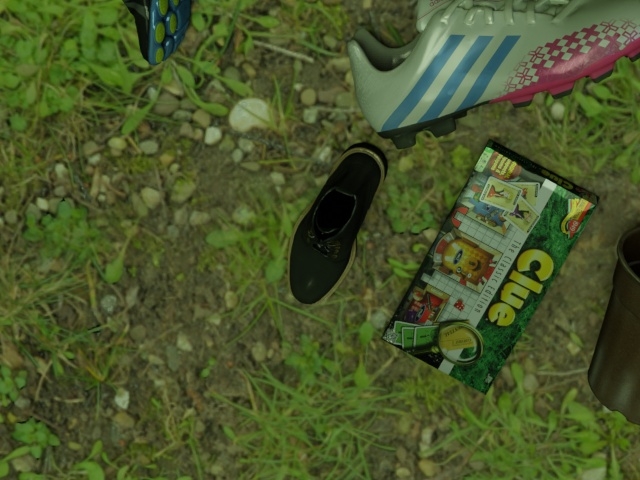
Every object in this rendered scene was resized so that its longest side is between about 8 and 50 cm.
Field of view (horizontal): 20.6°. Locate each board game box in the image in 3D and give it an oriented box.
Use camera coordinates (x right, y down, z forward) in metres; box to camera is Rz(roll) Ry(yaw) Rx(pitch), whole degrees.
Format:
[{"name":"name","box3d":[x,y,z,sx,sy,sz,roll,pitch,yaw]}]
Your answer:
[{"name":"board game box","box3d":[0.182,0.032,1.909,0.136,0.030,0.260,27,114,0]}]

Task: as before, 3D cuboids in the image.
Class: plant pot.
[{"name":"plant pot","box3d":[0.361,0.097,1.825,0.167,0.167,0.165,21,120,5]}]

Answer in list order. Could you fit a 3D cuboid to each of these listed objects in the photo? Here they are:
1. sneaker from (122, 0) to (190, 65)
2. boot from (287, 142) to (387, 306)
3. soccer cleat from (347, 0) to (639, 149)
[{"name":"sneaker","box3d":[-0.192,-0.280,1.870,0.078,0.067,0.188,1,114,36]},{"name":"boot","box3d":[0.000,0.000,1.880,0.077,0.137,0.198,22,114,5]},{"name":"soccer cleat","box3d":[0.179,-0.205,1.772,0.331,0.116,0.143,-20,105,20]}]
